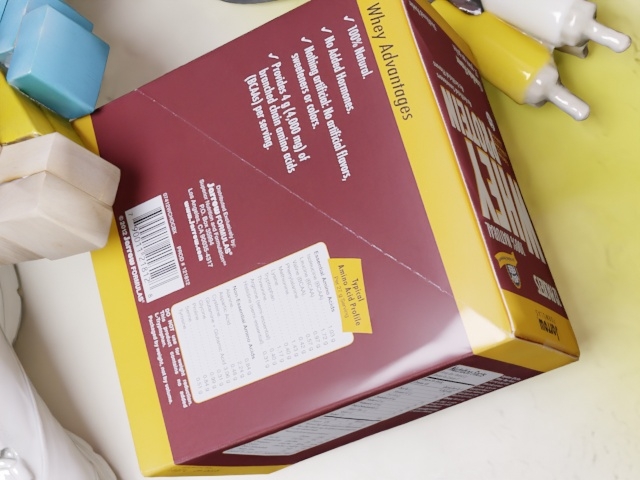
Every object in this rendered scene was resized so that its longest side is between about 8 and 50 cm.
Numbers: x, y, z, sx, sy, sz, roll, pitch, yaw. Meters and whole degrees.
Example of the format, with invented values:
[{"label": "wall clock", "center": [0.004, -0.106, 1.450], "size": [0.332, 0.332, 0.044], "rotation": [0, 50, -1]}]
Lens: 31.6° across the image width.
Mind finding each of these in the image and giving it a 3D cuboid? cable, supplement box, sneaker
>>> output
[{"label": "cable", "center": [0.054, -0.175, 0.675], "size": [0.287, 0.072, 0.139], "rotation": [22, 83, 14]}, {"label": "supplement box", "center": [0.000, 0.000, 0.580], "size": [0.194, 0.129, 0.191], "rotation": [-23, 71, 19]}, {"label": "sneaker", "center": [-0.198, 0.098, 0.610], "size": [0.111, 0.129, 0.297], "rotation": [-31, 73, -3]}]

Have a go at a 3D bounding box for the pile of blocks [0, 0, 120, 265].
[{"label": "pile of blocks", "center": [-0.212, -0.119, 0.604], "size": [0.149, 0.112, 0.362], "rotation": [-54, 44, 5]}]
